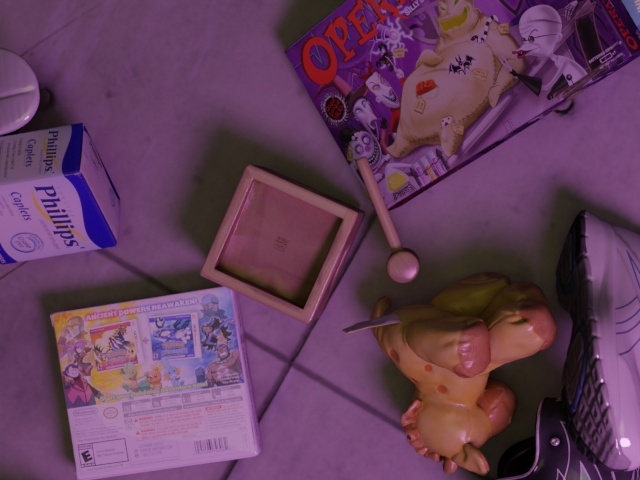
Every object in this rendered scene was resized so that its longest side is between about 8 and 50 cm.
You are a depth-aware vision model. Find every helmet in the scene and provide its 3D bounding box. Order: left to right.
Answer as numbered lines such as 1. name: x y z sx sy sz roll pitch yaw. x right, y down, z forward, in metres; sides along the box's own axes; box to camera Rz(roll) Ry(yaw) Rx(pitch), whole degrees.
1. helmet: 0.251 0.246 1.341 0.161 0.169 0.169 -42 85 21

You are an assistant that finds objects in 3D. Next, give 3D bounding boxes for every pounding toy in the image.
1. pounding toy: 0.009 -0.006 1.402 0.206 0.094 0.181 24 94 6

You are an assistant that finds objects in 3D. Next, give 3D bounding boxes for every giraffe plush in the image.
1. giraffe plush: 0.141 0.146 1.363 0.210 0.181 0.170 -11 105 4

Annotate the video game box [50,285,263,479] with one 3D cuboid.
1. video game box: -0.178 0.154 1.450 0.205 0.048 0.187 -9 91 7

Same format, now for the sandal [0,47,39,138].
1. sandal: -0.401 -0.140 1.470 0.265 0.076 0.102 -11 75 27

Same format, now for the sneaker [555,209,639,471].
1. sneaker: 0.304 0.093 1.301 0.129 0.111 0.297 11 51 -3

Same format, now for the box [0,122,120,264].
1. box: -0.297 -0.047 1.418 0.137 0.126 0.072 -10 50 7

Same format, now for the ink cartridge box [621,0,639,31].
1. ink cartridge box: 0.335 -0.342 1.330 0.395 0.151 0.270 -21 88 6

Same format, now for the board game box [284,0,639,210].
1. board game box: 0.130 -0.188 1.317 0.347 0.056 0.208 -33 81 42
